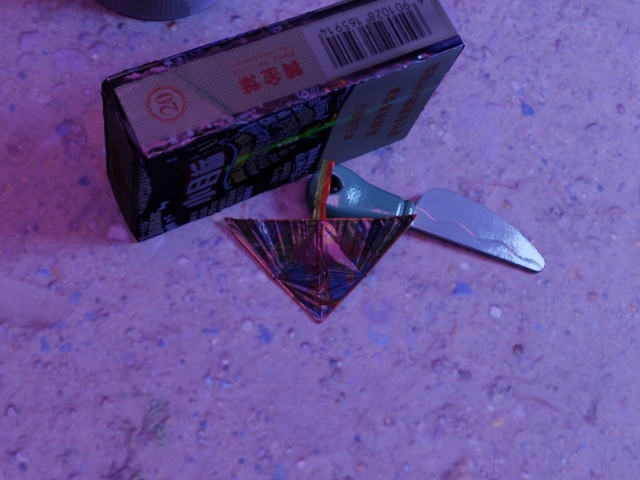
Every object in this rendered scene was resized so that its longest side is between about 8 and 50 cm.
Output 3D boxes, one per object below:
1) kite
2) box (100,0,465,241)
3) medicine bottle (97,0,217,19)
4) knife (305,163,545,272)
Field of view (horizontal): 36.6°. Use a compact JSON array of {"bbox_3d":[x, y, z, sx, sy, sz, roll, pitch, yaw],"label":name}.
[{"bbox_3d":[0.000,0.000,0.933,0.189,0.010,0.159,-2,87,4],"label":"kite"},{"bbox_3d":[-0.041,-0.119,0.890,0.310,0.198,0.084,-23,77,-18],"label":"box"},{"bbox_3d":[-0.151,-0.368,0.901,0.241,0.302,0.241,4,70,-11],"label":"medicine bottle"},{"bbox_3d":[0.111,-0.025,0.982,0.260,0.034,0.063,15,69,-11],"label":"knife"}]
